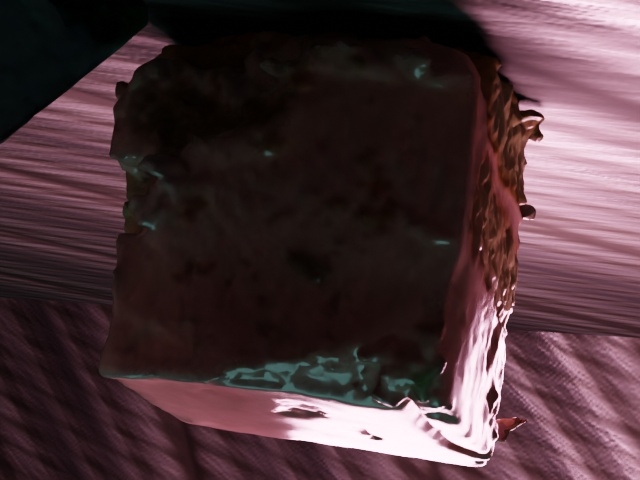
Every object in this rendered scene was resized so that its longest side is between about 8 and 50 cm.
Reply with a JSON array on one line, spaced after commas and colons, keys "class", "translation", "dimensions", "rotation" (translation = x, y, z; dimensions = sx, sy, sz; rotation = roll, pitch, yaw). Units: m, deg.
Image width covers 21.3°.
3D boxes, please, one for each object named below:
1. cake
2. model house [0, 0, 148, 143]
[{"class": "cake", "translation": [0.000, 0.000, 1.358], "dimensions": [0.314, 0.306, 0.293], "rotation": [5, 168, 17]}, {"class": "model house", "translation": [-0.307, -0.166, 1.114], "dimensions": [0.280, 0.230, 0.248], "rotation": [-10, 118, 52]}]
